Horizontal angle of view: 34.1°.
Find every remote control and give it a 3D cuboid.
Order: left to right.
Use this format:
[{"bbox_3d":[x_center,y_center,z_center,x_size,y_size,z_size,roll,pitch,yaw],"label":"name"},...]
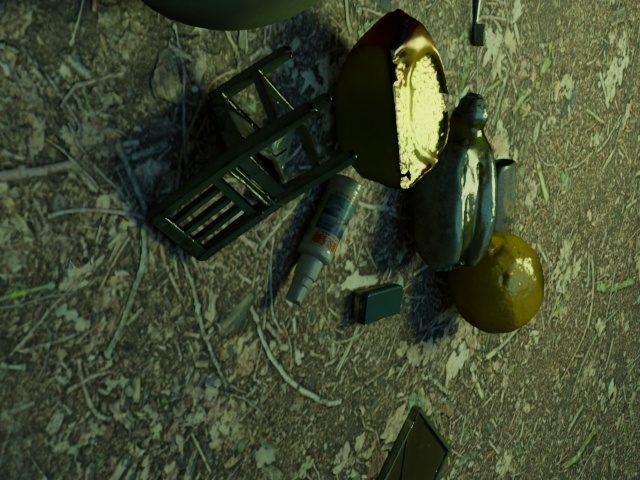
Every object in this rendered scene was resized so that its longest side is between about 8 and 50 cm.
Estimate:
[{"bbox_3d":[-0.069,-0.117,1.544,0.053,0.017,0.125,17,87,-56],"label":"remote control"}]

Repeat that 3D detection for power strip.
[{"bbox_3d":[0.102,0.110,1.847,0.123,0.032,0.056,-10,110,-53],"label":"power strip"}]

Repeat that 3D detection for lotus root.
[{"bbox_3d":[0.241,-0.105,1.887,0.158,0.140,0.322,2,94,-30],"label":"lotus root"}]

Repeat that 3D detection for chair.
[{"bbox_3d":[-0.106,-0.118,1.419,0.270,0.147,0.136,-32,141,13],"label":"chair"}]

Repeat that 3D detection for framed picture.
[{"bbox_3d":[0.166,0.498,2.079,0.290,0.020,0.211,-60,142,-21],"label":"framed picture"}]

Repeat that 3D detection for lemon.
[{"bbox_3d":[0.341,0.081,2.037,0.188,0.188,0.257,-54,141,-29],"label":"lemon"}]

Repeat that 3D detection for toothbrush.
[{"bbox_3d":[0.297,-0.500,1.920,0.021,0.024,0.288,-25,120,-46],"label":"toothbrush"}]

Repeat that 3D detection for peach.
[{"bbox_3d":[0.107,-0.228,1.637,0.158,0.153,0.268,-28,116,-46],"label":"peach"}]

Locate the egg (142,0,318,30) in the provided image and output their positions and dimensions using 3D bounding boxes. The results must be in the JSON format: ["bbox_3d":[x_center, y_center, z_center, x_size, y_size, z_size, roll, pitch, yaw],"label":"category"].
[{"bbox_3d":[-0.094,-0.376,1.218,0.352,0.258,0.259,-21,118,-52],"label":"egg"}]

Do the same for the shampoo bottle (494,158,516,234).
[{"bbox_3d":[0.368,-0.049,2.149,0.087,0.049,0.234,-22,119,-47],"label":"shampoo bottle"}]

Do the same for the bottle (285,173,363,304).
[{"bbox_3d":[0.000,0.000,1.648,0.060,0.060,0.217,45,66,-51],"label":"bottle"}]
